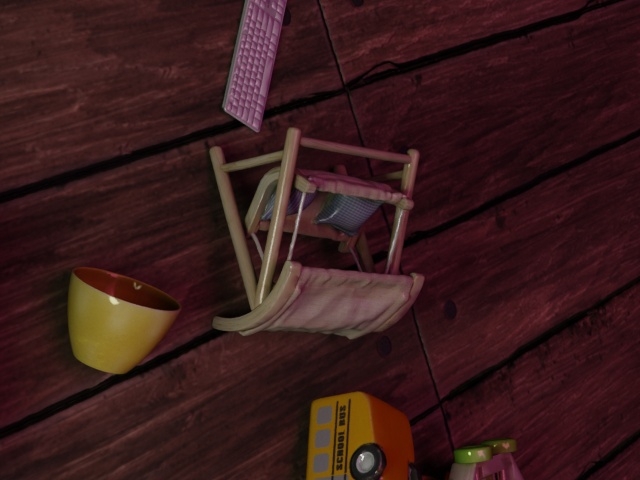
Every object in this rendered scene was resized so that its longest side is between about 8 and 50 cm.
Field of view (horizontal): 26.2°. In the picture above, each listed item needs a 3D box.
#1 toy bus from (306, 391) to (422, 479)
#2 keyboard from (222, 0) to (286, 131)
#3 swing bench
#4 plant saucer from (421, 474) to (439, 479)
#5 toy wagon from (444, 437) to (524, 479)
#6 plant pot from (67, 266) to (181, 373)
[{"bbox_3d":[0.051,0.370,1.800,0.108,0.130,0.332,34,51,-46],"label":"toy bus"},{"bbox_3d":[-0.085,-0.278,1.905,0.072,0.014,0.256,28,64,-39],"label":"keyboard"},{"bbox_3d":[0.000,0.000,1.832,0.253,0.165,0.254,5,79,-45],"label":"swing bench"},{"bbox_3d":[0.160,0.438,1.985,0.200,0.037,0.200,19,66,-51],"label":"plant saucer"},{"bbox_3d":[0.269,0.433,2.062,0.344,0.068,0.267,4,79,-65],"label":"toy wagon"},{"bbox_3d":[-0.241,0.099,1.609,0.134,0.134,0.095,13,101,-44],"label":"plant pot"}]
